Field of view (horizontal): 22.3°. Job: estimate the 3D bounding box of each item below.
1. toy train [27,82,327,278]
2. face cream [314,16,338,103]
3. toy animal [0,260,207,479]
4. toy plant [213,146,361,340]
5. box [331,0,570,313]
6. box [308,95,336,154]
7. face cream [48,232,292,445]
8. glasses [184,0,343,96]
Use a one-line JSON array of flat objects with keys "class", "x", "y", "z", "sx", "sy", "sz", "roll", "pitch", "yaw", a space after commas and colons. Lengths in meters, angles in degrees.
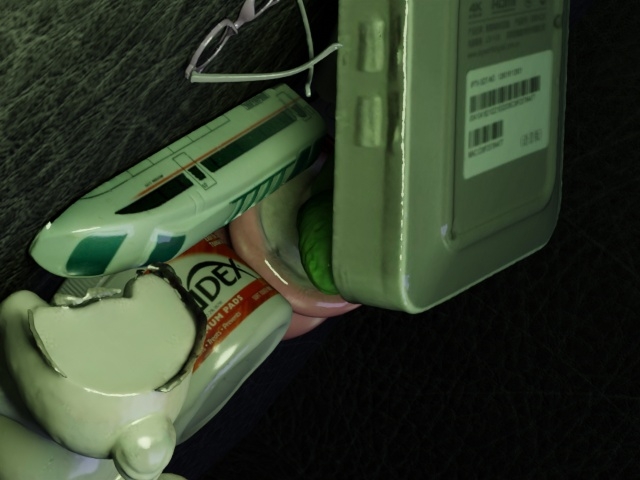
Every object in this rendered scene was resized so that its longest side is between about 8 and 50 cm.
[{"class": "toy train", "x": -0.129, "y": -0.044, "z": 1.577, "sx": 0.086, "sy": 0.088, "sz": 0.407, "roll": -53, "pitch": 170, "yaw": 36}, {"class": "face cream", "x": 0.043, "y": -0.221, "z": 1.763, "sx": 0.084, "sy": 0.057, "sz": 0.198, "roll": -42, "pitch": 172, "yaw": -25}, {"class": "toy animal", "x": -0.223, "y": 0.165, "z": 1.514, "sx": 0.183, "sy": 0.247, "sz": 0.310, "roll": -46, "pitch": 171, "yaw": -45}, {"class": "toy plant", "x": -0.006, "y": 0.000, "z": 1.832, "sx": 0.356, "sy": 0.210, "sz": 0.317, "roll": -28, "pitch": -154, "yaw": 48}, {"class": "box", "x": 0.146, "y": -0.153, "z": 1.657, "sx": 0.396, "sy": 0.111, "sz": 0.396, "roll": -24, "pitch": 119, "yaw": -57}, {"class": "box", "x": 0.075, "y": -0.159, "z": 1.990, "sx": 0.182, "sy": 0.133, "sz": 0.099, "roll": -43, "pitch": 173, "yaw": -17}, {"class": "face cream", "x": -0.158, "y": 0.085, "z": 1.689, "sx": 0.201, "sy": 0.187, "sz": 0.201, "roll": -47, "pitch": 172, "yaw": -8}, {"class": "glasses", "x": -0.037, "y": -0.163, "z": 1.420, "sx": 0.140, "sy": 0.104, "sz": 0.062, "roll": -48, "pitch": 172, "yaw": -23}]
